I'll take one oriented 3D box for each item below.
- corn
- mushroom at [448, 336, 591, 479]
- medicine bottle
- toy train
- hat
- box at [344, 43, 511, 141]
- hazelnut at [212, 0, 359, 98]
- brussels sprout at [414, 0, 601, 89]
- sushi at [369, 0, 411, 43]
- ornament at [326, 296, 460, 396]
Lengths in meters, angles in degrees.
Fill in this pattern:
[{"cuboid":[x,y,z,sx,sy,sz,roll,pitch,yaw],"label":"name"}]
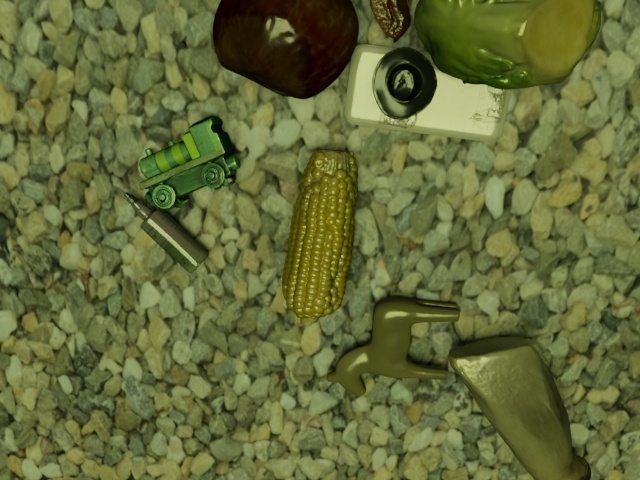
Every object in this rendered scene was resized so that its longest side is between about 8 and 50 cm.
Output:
[{"cuboid":[0.000,0.000,1.244,0.130,0.130,0.346,9,106,3],"label":"corn"},{"cuboid":[0.410,0.340,1.320,0.154,0.137,0.407,-39,108,-12],"label":"mushroom"},{"cuboid":[-0.309,-0.022,1.304,0.058,0.057,0.199,-42,101,17],"label":"medicine bottle"},{"cuboid":[-0.252,-0.139,1.251,0.200,0.083,0.132,-21,95,12],"label":"toy train"},{"cuboid":[0.141,-0.265,1.135,0.121,0.050,0.121,0,95,3],"label":"hat"},{"cuboid":[0.190,-0.261,1.178,0.285,0.044,0.142,8,108,3],"label":"box"},{"cuboid":[-0.055,-0.351,1.087,0.234,0.218,0.218,25,110,-3],"label":"hazelnut"},{"cuboid":[0.288,-0.355,1.028,0.260,0.294,0.227,-23,126,-10],"label":"brussels sprout"},{"cuboid":[0.119,-0.400,1.130,0.052,0.055,0.120,-22,114,27],"label":"sushi"},{"cuboid":[0.141,0.221,1.342,0.245,0.061,0.230,5,111,1],"label":"ornament"}]
